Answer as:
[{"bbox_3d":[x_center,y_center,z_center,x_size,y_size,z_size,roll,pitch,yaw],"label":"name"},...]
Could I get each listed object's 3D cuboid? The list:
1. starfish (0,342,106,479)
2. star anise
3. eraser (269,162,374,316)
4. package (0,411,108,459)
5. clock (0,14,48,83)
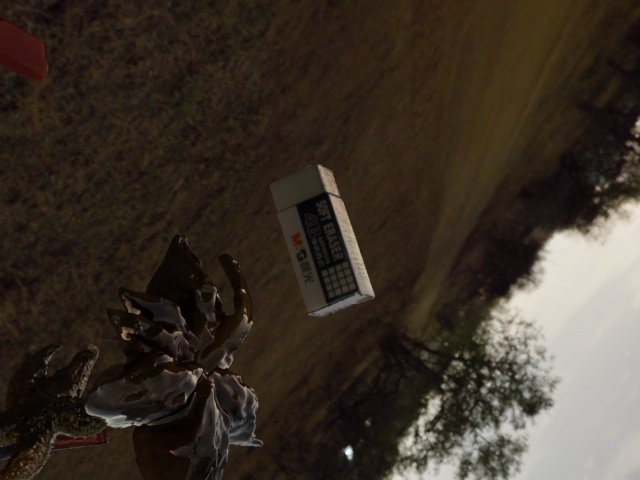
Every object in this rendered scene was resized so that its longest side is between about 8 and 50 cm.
[{"bbox_3d":[-0.358,0.214,0.845,0.238,0.216,0.071,-101,-166,-61],"label":"starfish"},{"bbox_3d":[-0.140,0.140,0.761,0.349,0.109,0.292,-20,103,-73],"label":"star anise"},{"bbox_3d":[0.000,0.000,1.376,0.130,0.287,0.086,-23,164,21],"label":"eraser"},{"bbox_3d":[-0.442,0.299,1.087,0.200,0.083,0.022,0,148,-34],"label":"package"},{"bbox_3d":[-0.489,-0.313,1.058,0.113,0.155,0.061,28,98,-44],"label":"clock"}]
